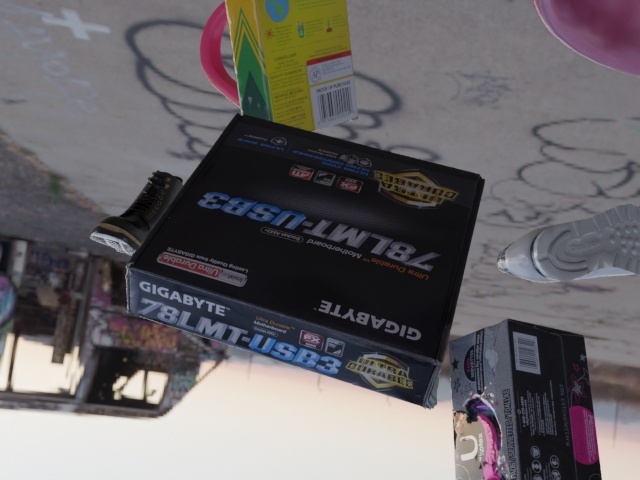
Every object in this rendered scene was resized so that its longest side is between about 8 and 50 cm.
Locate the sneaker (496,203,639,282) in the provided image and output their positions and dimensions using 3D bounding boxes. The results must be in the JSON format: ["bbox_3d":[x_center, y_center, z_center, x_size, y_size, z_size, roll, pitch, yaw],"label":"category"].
[{"bbox_3d":[0.333,0.009,1.047,0.235,0.090,0.095,-2,170,-26],"label":"sneaker"}]

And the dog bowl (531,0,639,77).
[{"bbox_3d":[0.323,-0.233,0.582,0.408,0.150,0.408,8,170,1],"label":"dog bowl"}]

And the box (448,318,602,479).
[{"bbox_3d":[0.291,0.260,1.221,0.163,0.247,0.142,14,152,-27],"label":"box"}]

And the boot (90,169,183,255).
[{"bbox_3d":[-0.248,-0.047,1.158,0.077,0.137,0.198,20,173,1],"label":"boot"}]

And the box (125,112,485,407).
[{"bbox_3d":[0.000,0.000,0.848,0.296,0.073,0.293,16,-141,8],"label":"box"}]

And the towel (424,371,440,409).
[{"bbox_3d":[0.160,0.172,1.293,0.023,0.113,0.152,-18,-156,25],"label":"towel"}]

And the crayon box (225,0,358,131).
[{"bbox_3d":[-0.045,-0.332,1.338,0.081,0.318,0.202,12,-154,43],"label":"crayon box"}]

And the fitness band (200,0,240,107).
[{"bbox_3d":[-0.134,-0.372,1.666,0.054,0.209,0.291,-5,-141,-48],"label":"fitness band"}]
